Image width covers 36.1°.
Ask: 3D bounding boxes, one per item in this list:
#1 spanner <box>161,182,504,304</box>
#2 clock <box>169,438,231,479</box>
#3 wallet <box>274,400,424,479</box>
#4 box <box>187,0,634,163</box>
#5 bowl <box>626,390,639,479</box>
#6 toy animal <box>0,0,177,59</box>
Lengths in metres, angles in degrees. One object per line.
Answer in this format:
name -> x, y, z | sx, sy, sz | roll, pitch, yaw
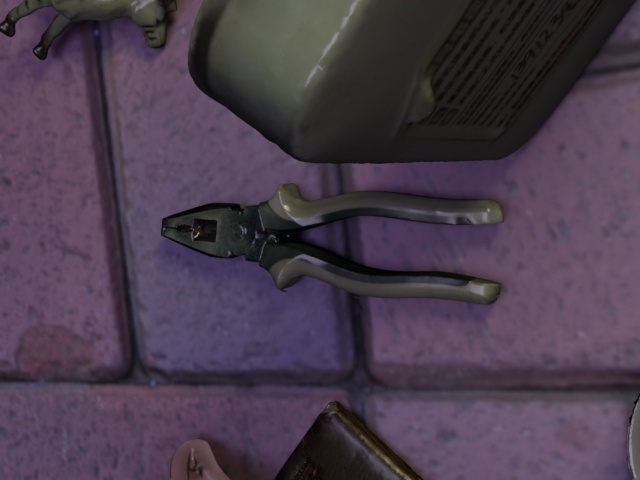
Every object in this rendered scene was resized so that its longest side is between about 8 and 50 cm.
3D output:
spanner -> 0.000, 0.000, 0.857 | 0.324, 0.040, 0.096 | 5, 97, 25
clock -> -0.069, 0.273, 0.830 | 0.275, 0.290, 0.080 | -5, 112, -16
wallet -> 0.063, 0.257, 0.857 | 0.232, 0.031, 0.122 | 39, 112, 19
box -> 0.135, -0.223, 0.562 | 0.111, 0.396, 0.396 | 41, 111, 19
bowl -> 0.316, 0.141, 0.684 | 0.189, 0.086, 0.189 | 3, 96, 25
toy animal -> -0.235, -0.264, 0.933 | 0.176, 0.073, 0.217 | -28, 78, 21
